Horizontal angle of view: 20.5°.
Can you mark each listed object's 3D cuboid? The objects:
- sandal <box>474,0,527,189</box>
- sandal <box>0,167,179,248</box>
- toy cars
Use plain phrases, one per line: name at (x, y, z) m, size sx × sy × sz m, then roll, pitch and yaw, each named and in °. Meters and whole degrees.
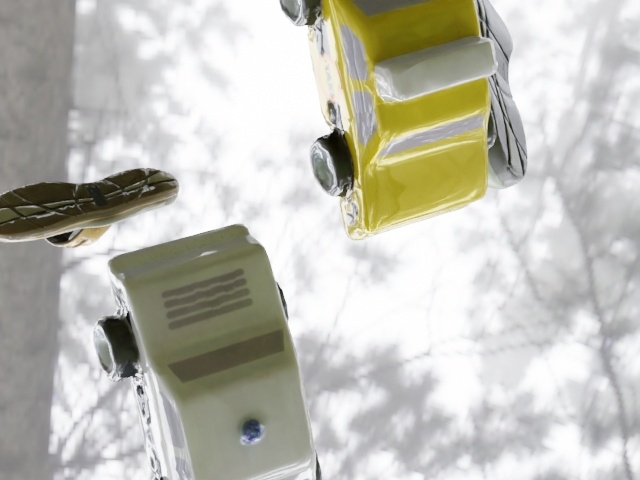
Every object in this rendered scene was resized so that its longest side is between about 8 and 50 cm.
sandal at (0.117, -0.163, 1.590) m, size 0.086 × 0.120 × 0.302 m, roll -25°, pitch -138°, yaw 21°
sandal at (-0.213, -0.022, 1.589) m, size 0.180 × 0.049 × 0.072 m, roll -12°, pitch -144°, yaw -15°
toy cars at (0.000, 0.000, 0.924) m, size 0.176 × 0.393 × 0.087 m, roll 28°, pitch 176°, yaw -26°
